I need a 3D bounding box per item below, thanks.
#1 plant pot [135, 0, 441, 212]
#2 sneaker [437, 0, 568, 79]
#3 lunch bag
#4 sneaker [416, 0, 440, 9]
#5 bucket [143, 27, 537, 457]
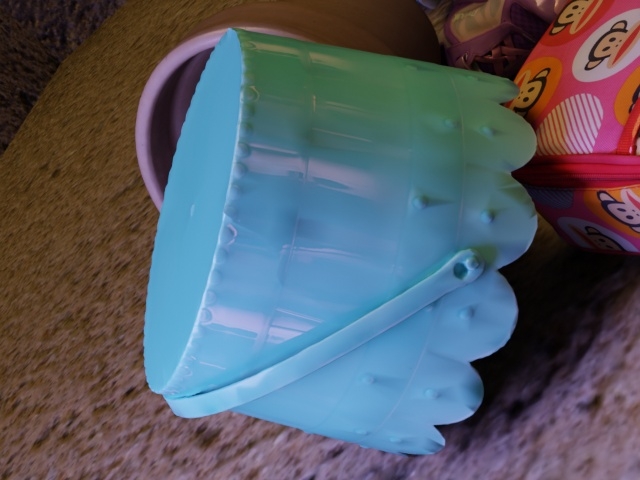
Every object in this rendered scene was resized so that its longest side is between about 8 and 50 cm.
[{"bbox_3d":[0.005,-0.113,1.149,0.263,0.263,0.229,-31,17,38],"label":"plant pot"},{"bbox_3d":[0.165,-0.178,1.176,0.104,0.095,0.236,-56,16,-4],"label":"sneaker"},{"bbox_3d":[0.262,-0.124,0.837,0.293,0.120,0.258,-55,25,-15],"label":"lunch bag"},{"bbox_3d":[0.194,-0.317,1.409,0.237,0.085,0.086,-23,62,37],"label":"sneaker"},{"bbox_3d":[0.000,0.000,0.870,0.281,0.183,0.281,-168,90,-75],"label":"bucket"}]
